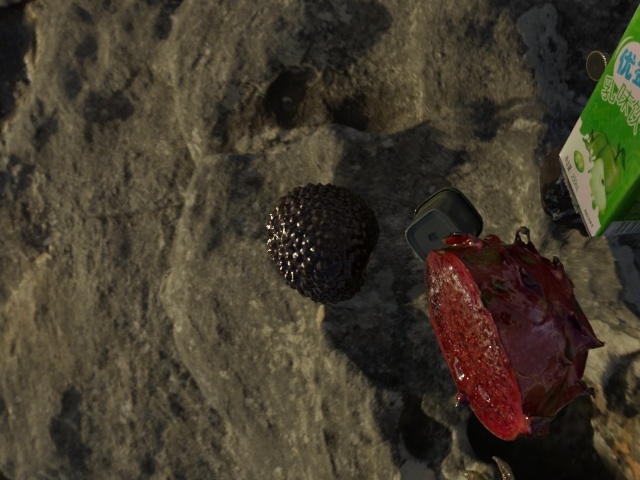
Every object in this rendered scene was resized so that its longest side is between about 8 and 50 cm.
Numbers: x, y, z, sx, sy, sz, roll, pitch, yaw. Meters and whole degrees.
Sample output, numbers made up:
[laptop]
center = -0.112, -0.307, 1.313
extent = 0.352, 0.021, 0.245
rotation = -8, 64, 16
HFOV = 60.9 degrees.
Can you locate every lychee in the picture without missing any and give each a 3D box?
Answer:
[lychee]
center = 0.000, 0.000, 1.222
extent = 0.267, 0.267, 0.267
rotation = -1, 87, 20

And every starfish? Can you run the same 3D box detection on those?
[starfish]
center = 0.401, 0.634, 1.264
extent = 0.277, 0.062, 0.235
rotation = 22, 89, 63

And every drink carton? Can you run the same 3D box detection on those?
[drink carton]
center = 0.400, -0.138, 0.648
extent = 0.108, 0.271, 0.161
rotation = -2, 55, -3

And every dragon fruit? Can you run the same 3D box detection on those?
[dragon fruit]
center = 0.353, 0.159, 0.994
extent = 0.249, 0.371, 0.386
rotation = -19, 42, -7

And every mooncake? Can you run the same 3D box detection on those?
[mooncake]
center = 0.619, -0.117, 1.164
extent = 0.283, 0.283, 0.141
rotation = -6, 58, 20

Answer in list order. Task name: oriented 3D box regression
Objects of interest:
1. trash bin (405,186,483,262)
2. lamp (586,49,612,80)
[trash bin]
center = 0.417, -0.041, 1.871
extent = 0.219, 0.250, 0.220
rotation = -42, 86, 30
[lamp]
center = 0.752, -0.446, 1.302
extent = 0.215, 0.121, 0.121
rotation = -16, 82, -7
